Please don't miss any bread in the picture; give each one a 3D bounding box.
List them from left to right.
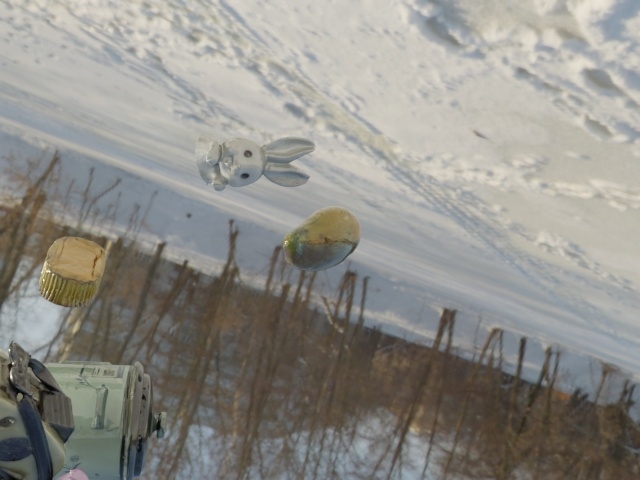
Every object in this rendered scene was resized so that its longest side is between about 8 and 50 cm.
[{"bbox_3d":[-0.572,0.076,1.552,0.132,0.114,0.190,18,-152,-16],"label":"bread"}]

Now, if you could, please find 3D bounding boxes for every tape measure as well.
[{"bbox_3d":[-0.459,0.287,0.961,0.231,0.271,0.133,52,-175,-45],"label":"tape measure"}]

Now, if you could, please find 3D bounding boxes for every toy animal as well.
[{"bbox_3d":[-0.126,-0.150,1.296,0.221,0.103,0.131,4,-162,9],"label":"toy animal"}]

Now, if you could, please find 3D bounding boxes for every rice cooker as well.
[{"bbox_3d":[-0.471,0.380,1.400,0.317,0.264,0.316,-2,146,-2],"label":"rice cooker"}]

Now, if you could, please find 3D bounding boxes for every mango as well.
[{"bbox_3d":[0.000,0.000,1.857,0.146,0.192,0.316,38,-154,20],"label":"mango"}]

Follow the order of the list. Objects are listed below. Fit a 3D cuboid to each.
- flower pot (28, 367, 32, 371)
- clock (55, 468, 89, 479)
[{"bbox_3d":[-0.739,0.353,1.514,0.103,0.108,0.229,4,-174,17],"label":"flower pot"},{"bbox_3d":[-0.374,0.534,1.144,0.228,0.247,0.090,7,-162,34],"label":"clock"}]
